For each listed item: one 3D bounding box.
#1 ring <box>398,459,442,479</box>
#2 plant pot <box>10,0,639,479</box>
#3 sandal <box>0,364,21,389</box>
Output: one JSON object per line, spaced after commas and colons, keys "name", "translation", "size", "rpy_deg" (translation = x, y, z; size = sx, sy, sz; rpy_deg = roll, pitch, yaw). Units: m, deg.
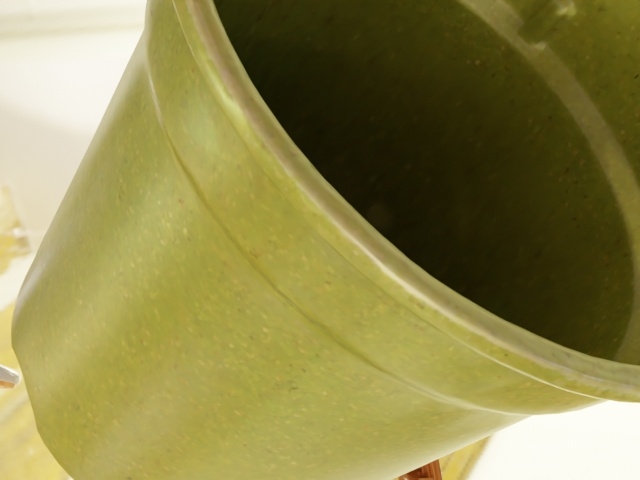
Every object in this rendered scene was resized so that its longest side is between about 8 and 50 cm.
{"name": "ring", "translation": [0.021, 0.260, 1.426], "size": [0.032, 0.337, 0.336], "rpy_deg": [-6, -162, -32]}
{"name": "plant pot", "translation": [0.000, 0.000, 0.545], "size": [0.254, 0.276, 0.276], "rpy_deg": [-45, 179, 39]}
{"name": "sandal", "translation": [-0.381, 0.123, 1.060], "size": [0.265, 0.076, 0.102], "rpy_deg": [5, 166, 12]}
